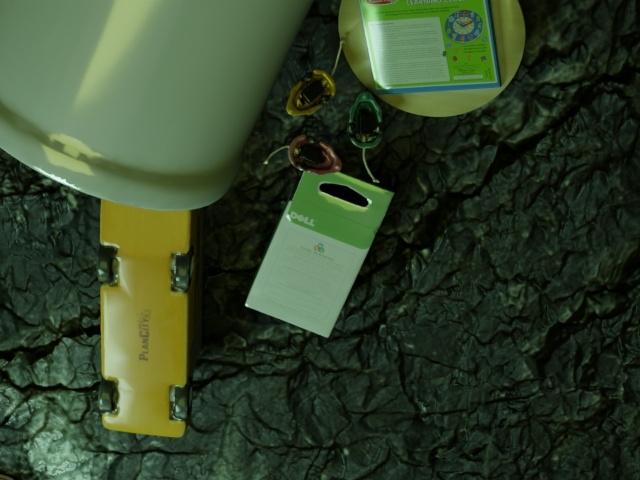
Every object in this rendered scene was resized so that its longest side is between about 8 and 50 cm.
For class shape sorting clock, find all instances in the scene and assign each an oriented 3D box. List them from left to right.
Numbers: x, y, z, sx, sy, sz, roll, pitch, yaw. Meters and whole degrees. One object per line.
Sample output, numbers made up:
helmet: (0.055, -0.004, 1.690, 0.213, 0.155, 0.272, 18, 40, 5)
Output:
shape sorting clock: (0.121, -0.230, 1.759, 0.206, 0.040, 0.206, 8, 126, 11)

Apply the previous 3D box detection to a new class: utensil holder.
utensil holder: (-0.161, -0.279, 1.610, 0.328, 0.327, 0.385, 24, 116, -6)

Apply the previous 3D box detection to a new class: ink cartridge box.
ink cartridge box: (0.000, 0.000, 1.881, 0.109, 0.062, 0.209, 22, 117, -4)

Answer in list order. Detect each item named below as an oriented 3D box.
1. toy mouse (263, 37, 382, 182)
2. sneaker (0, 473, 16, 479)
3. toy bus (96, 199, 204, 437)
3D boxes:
toy mouse: (0.015, -0.117, 1.793, 0.161, 0.031, 0.143, -46, 101, -7)
sneaker: (-0.476, 0.336, 2.105, 0.161, 0.075, 0.057, 8, 118, 2)
toy bus: (-0.198, 0.064, 1.900, 0.108, 0.130, 0.332, 5, 118, 3)
